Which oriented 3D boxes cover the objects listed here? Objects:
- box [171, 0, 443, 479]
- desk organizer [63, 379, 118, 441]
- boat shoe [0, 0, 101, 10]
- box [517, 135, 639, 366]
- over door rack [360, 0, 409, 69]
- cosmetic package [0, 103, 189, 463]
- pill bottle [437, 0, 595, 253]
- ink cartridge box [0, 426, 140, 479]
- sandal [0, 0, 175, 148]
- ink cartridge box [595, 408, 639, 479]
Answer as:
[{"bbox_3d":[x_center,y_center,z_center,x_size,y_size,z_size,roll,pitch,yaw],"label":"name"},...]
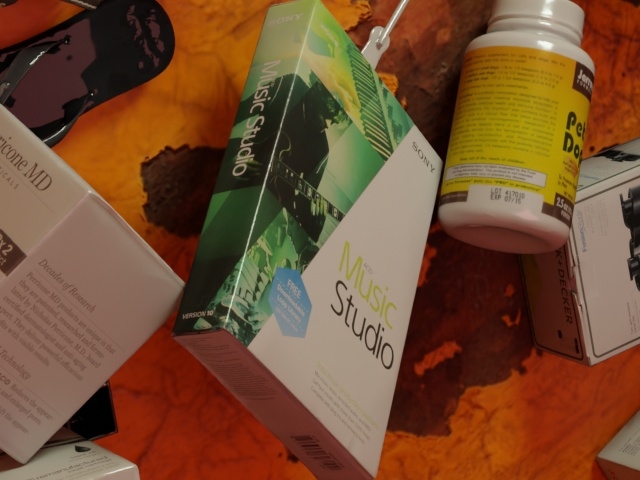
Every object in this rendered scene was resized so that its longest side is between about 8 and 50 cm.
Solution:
[{"bbox_3d":[0.000,0.000,1.578,0.232,0.058,0.322,49,43,-43],"label":"box"},{"bbox_3d":[-0.202,0.097,1.587,0.047,0.050,0.130,-17,108,-28],"label":"desk organizer"},{"bbox_3d":[-0.267,-0.206,1.474,0.228,0.081,0.068,15,94,-26],"label":"boat shoe"},{"bbox_3d":[0.325,-0.013,1.867,0.290,0.087,0.169,-23,111,-27],"label":"box"},{"bbox_3d":[0.051,-0.321,1.628,0.239,0.108,0.324,43,77,-29],"label":"over door rack"},{"bbox_3d":[-0.229,0.031,1.460,0.183,0.151,0.151,-46,138,-4],"label":"cosmetic package"},{"bbox_3d":[0.174,-0.103,1.725,0.117,0.117,0.215,18,75,-33],"label":"pill bottle"},{"bbox_3d":[-0.239,0.205,1.496,0.148,0.203,0.085,-17,106,-28],"label":"ink cartridge box"},{"bbox_3d":[-0.219,-0.114,1.532,0.254,0.054,0.097,-39,117,-19],"label":"sandal"},{"bbox_3d":[0.383,0.230,1.899,0.127,0.176,0.128,-43,119,-20],"label":"ink cartridge box"}]
